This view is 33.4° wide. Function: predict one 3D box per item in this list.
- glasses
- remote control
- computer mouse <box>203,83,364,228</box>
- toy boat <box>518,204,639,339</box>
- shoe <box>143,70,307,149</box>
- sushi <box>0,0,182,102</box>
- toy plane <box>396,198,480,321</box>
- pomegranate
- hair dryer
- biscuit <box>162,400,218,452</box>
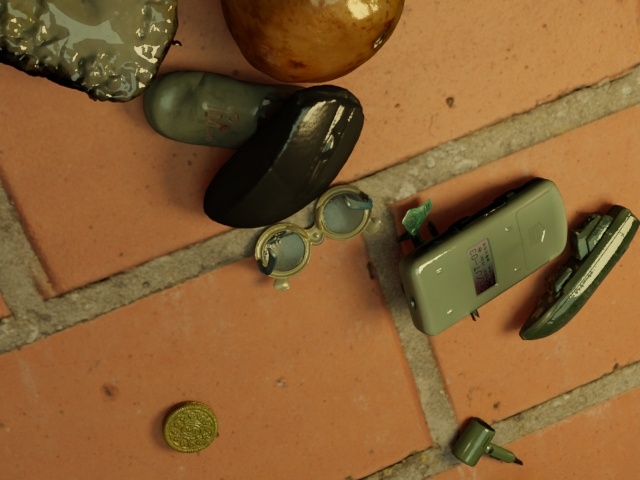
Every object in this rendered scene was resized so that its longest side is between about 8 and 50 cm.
[{"bbox_3d":[-0.016,-0.026,1.459,0.190,0.220,0.088,-32,78,-1],"label":"glasses"},{"bbox_3d":[0.248,0.017,1.586,0.296,0.056,0.140,-31,123,-23],"label":"remote control"},{"bbox_3d":[-0.044,-0.092,1.421,0.270,0.086,0.137,-43,152,25],"label":"computer mouse"},{"bbox_3d":[0.394,0.051,1.672,0.085,0.078,0.260,36,96,-7],"label":"toy boat"},{"bbox_3d":[-0.106,-0.167,1.418,0.251,0.100,0.103,1,108,-22],"label":"shoe"},{"bbox_3d":[-0.316,-0.286,1.268,0.343,0.182,0.196,20,99,-24],"label":"sushi"},{"bbox_3d":[0.170,0.051,1.611,0.096,0.060,0.235,-34,120,-11],"label":"toy plane"},{"bbox_3d":[-0.009,-0.317,1.326,0.248,0.248,0.248,-6,112,-15],"label":"pomegranate"},{"bbox_3d":[0.291,0.351,1.775,0.150,0.047,0.071,28,99,-31],"label":"hair dryer"},{"bbox_3d":[-0.196,0.281,1.606,0.084,0.023,0.084,-5,110,-14],"label":"biscuit"}]
